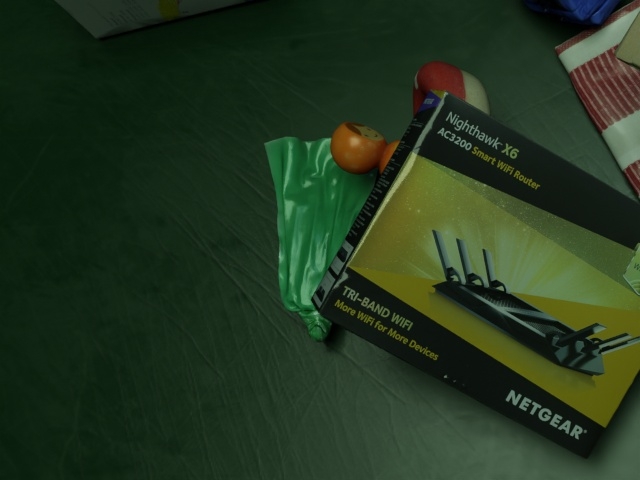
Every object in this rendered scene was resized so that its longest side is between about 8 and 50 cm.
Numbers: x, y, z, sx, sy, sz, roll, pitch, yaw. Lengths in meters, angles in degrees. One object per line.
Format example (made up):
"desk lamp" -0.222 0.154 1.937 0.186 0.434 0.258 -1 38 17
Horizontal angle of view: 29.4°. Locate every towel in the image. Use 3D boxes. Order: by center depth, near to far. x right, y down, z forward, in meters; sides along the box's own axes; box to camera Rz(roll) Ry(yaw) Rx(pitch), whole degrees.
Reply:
"towel" 0.423 -0.129 1.278 0.237 0.037 0.329 -29 66 10

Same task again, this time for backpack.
"backpack" 0.267 -0.287 1.338 0.098 0.101 0.120 -46 34 -8

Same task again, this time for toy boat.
"toy boat" 0.083 -0.085 1.297 0.151 0.151 0.231 22 81 -2

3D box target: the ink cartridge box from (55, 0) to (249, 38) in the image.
"ink cartridge box" -0.198 -0.395 1.465 0.270 0.197 0.198 -11 71 15

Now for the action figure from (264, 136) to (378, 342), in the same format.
"action figure" 0.000 0.000 1.360 0.137 0.063 0.232 -2 70 15

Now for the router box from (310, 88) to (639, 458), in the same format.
"router box" 0.183 0.032 1.187 0.309 0.081 0.243 28 93 -9

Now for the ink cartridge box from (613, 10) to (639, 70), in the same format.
"ink cartridge box" 0.421 -0.146 1.150 0.234 0.193 0.088 36 106 26
